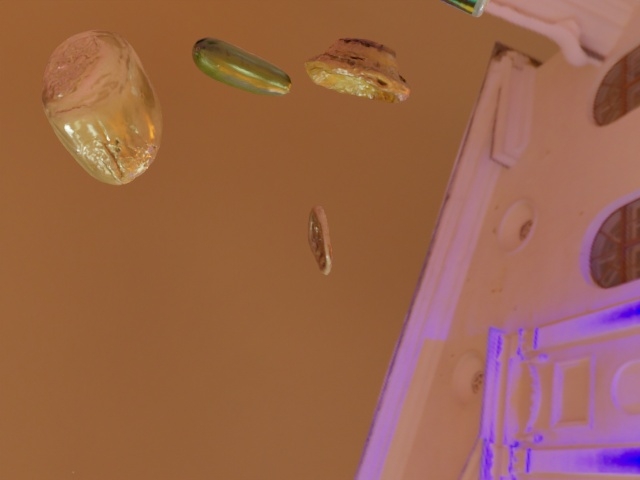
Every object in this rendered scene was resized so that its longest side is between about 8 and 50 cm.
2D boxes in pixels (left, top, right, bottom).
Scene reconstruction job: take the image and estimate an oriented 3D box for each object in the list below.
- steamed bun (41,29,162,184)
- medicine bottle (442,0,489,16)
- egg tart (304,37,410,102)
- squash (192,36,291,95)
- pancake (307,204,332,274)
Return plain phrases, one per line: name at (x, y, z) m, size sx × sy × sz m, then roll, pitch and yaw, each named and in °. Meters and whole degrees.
steamed bun at (-0.370, -0.245, 1.159) m, size 0.166 × 0.232 × 0.272 m, roll -21°, pitch -134°, yaw 7°
medicine bottle at (0.156, -0.423, 0.955) m, size 0.229 × 0.121 × 0.083 m, roll 27°, pitch -96°, yaw 6°
egg tart at (0.105, -0.441, 1.654) m, size 0.294 × 0.294 × 0.123 m, roll 15°, pitch -86°, yaw -16°
squash at (-0.167, -0.362, 1.362) m, size 0.293 × 0.082 × 0.082 m, roll 4°, pitch -115°, yaw -57°
pancake at (0.000, 0.000, 1.273) m, size 0.022 × 0.139 × 0.139 m, roll -9°, pitch -106°, yaw -15°
